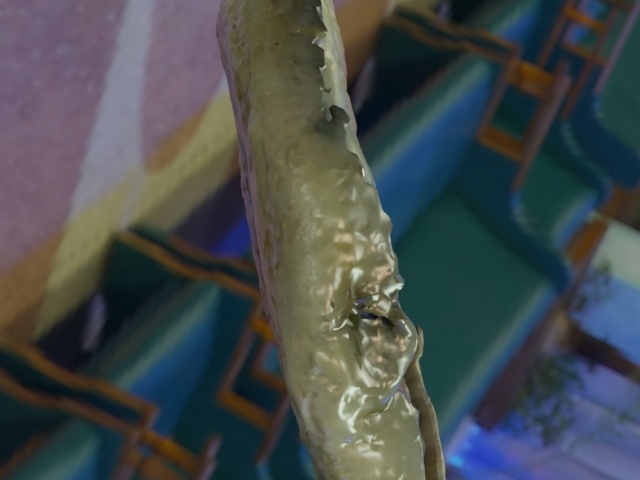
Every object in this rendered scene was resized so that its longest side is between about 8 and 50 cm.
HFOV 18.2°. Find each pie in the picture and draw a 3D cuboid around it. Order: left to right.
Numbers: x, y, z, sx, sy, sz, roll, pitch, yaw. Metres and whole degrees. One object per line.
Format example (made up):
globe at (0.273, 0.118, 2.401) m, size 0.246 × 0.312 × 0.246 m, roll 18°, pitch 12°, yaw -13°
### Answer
pie at (0.000, 0.000, 0.999) m, size 0.337 × 0.075 × 0.337 m, roll 165°, pitch -90°, yaw -89°
